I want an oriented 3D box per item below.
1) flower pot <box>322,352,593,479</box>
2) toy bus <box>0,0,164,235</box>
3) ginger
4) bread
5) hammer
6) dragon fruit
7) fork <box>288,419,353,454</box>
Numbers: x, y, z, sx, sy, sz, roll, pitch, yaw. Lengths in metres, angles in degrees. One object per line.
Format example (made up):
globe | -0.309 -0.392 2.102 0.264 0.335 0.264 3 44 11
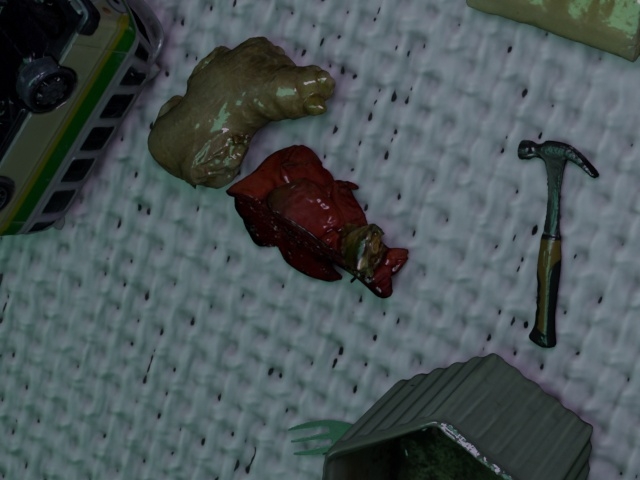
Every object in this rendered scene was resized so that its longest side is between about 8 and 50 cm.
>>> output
flower pot | 0.132 0.241 1.491 0.239 0.189 0.209 38 118 11
toy bus | -0.295 -0.150 1.663 0.143 0.179 0.305 49 117 29
ginger | -0.084 -0.144 1.611 0.213 0.074 0.137 -34 66 29
bread | 0.231 -0.254 1.442 0.178 0.060 0.140 24 108 22
hammer | 0.224 0.005 1.511 0.078 0.021 0.201 7 102 26
dragon fruit | -0.008 0.001 1.589 0.192 0.092 0.122 39 114 16
fork | 0.077 0.200 1.621 0.235 0.021 0.039 -6 108 25
